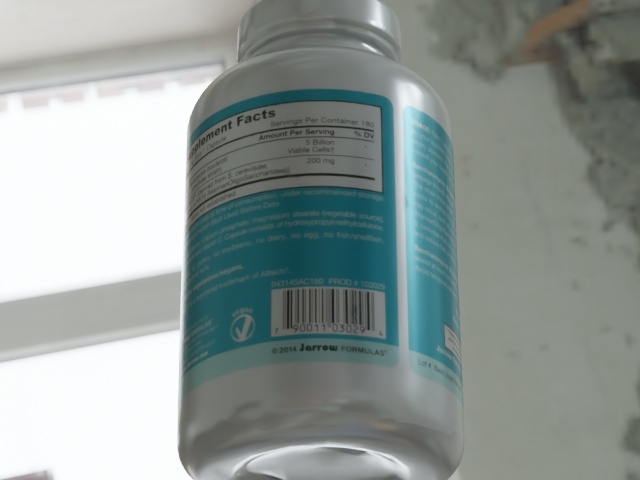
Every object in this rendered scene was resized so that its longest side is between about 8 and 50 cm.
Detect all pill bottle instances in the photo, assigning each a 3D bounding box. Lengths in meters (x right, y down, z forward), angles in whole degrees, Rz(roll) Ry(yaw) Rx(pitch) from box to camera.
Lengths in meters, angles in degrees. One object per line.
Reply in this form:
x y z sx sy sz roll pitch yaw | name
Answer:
0.000 0.000 0.984 0.146 0.146 0.264 116 -22 -61 | pill bottle
